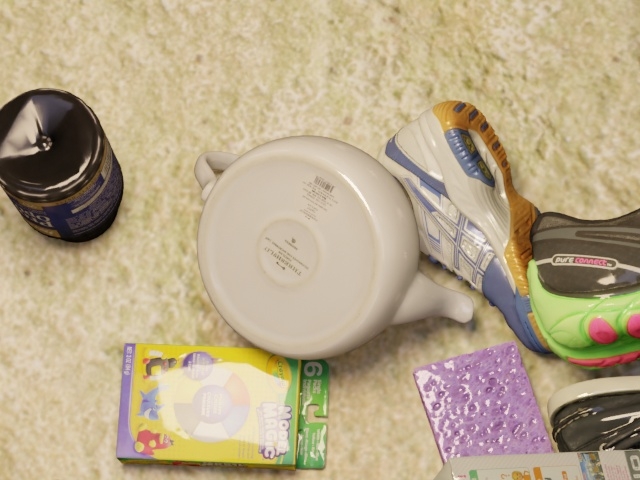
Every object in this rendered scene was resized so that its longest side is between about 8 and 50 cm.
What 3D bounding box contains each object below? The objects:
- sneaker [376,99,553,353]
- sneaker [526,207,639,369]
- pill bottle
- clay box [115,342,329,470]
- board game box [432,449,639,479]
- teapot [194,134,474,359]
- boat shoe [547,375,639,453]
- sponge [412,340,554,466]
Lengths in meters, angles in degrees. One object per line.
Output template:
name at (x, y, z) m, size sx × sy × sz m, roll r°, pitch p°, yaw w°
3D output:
sneaker at (0.170, -0.003, 1.829) m, size 0.131 × 0.112 × 0.296 m, roll -28°, pitch 88°, yaw 33°
sneaker at (0.442, -0.020, 1.760) m, size 0.483 × 0.185 × 0.202 m, roll -14°, pitch 67°, yaw -14°
pill bottle at (-0.277, -0.071, 1.788) m, size 0.123 × 0.219 × 0.122 m, roll 0°, pitch 74°, yaw 2°
clay box at (-0.103, 0.179, 1.799) m, size 0.222 × 0.053 × 0.127 m, roll 1°, pitch 75°, yaw 3°
board game box at (0.265, 0.317, 1.569) m, size 0.303 × 0.097 × 0.224 m, roll 1°, pitch 58°, yaw -18°
teapot at (0.000, 0.000, 1.786) m, size 0.253 × 0.187 × 0.256 m, roll -15°, pitch 91°, yaw 25°
boat shoe at (0.410, 0.199, 1.727) m, size 0.340 × 0.127 × 0.113 m, roll -3°, pitch 53°, yaw 3°
sponge at (0.186, 0.221, 1.791) m, size 0.117 × 0.031 × 0.210 m, roll -17°, pitch 74°, yaw -3°
